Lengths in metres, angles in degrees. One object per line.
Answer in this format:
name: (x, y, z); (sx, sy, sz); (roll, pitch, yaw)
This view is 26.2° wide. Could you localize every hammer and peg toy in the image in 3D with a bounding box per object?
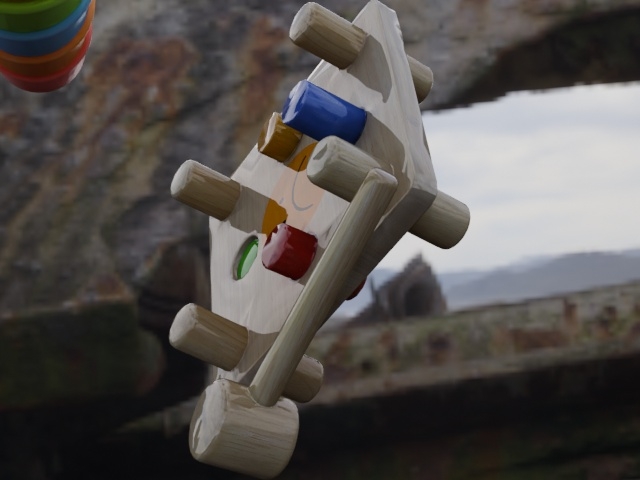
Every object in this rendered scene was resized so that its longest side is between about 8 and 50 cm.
hammer and peg toy: (0.000, 0.000, 1.023); (0.127, 0.361, 0.266); (26, -58, -25)

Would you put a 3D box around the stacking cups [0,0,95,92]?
stacking cups: (-0.177, -0.154, 0.799); (0.096, 0.096, 0.316); (-3, -5, -11)
